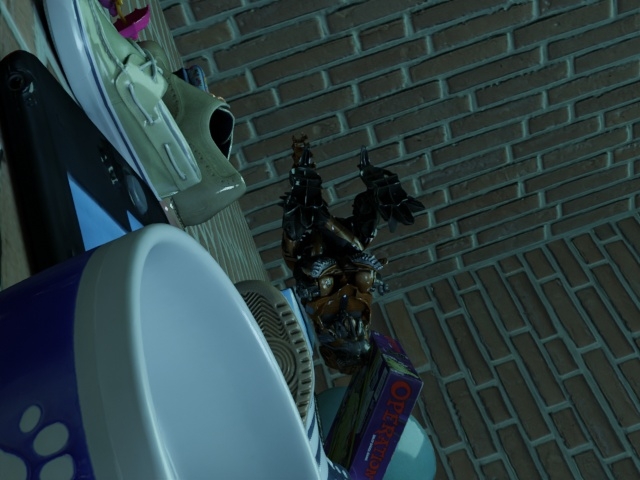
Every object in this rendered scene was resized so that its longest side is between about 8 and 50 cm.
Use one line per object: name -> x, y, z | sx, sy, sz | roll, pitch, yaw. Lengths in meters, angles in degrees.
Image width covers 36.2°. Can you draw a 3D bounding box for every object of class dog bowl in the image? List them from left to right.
dog bowl -> -0.081, 0.130, 0.525 | 0.265, 0.104, 0.264 | -22, 90, -82

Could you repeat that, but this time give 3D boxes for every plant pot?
plant pot -> 0.052, 0.455, 1.882 | 0.195, 0.290, 0.290 | -46, 123, -51

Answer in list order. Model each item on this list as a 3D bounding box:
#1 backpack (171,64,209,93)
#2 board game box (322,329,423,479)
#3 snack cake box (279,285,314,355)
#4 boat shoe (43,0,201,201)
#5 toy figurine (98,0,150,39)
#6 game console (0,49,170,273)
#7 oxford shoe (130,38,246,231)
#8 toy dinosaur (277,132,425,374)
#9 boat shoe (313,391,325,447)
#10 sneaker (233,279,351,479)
backpack -> -0.222, -0.179, 1.615 | 0.158, 0.117, 0.173 | -109, -177, -52
board game box -> 0.024, 0.293, 1.179 | 0.208, 0.056, 0.346 | -127, -122, -79
snack cake box -> -0.092, 0.123, 1.277 | 0.264, 0.152, 0.089 | 104, -34, -88
boat shoe -> -0.221, -0.172, 1.104 | 0.109, 0.094, 0.302 | -110, -179, -49
toy figurine -> -0.301, -0.361, 1.392 | 0.173, 0.130, 0.159 | 45, -26, 22
game console -> -0.150, 0.075, 0.820 | 0.342, 0.060, 0.386 | 74, -3, -66
oxford shoe -> -0.193, -0.160, 1.365 | 0.140, 0.147, 0.397 | 71, -1, -49
toy dinosaur -> 0.000, 0.000, 1.225 | 0.322, 0.164, 0.218 | 54, -31, 22
boat shoe -> 0.012, 0.366, 1.353 | 0.127, 0.113, 0.339 | 31, 55, -74
sneaker -> -0.033, 0.176, 0.881 | 0.153, 0.099, 0.282 | 27, 50, -82
